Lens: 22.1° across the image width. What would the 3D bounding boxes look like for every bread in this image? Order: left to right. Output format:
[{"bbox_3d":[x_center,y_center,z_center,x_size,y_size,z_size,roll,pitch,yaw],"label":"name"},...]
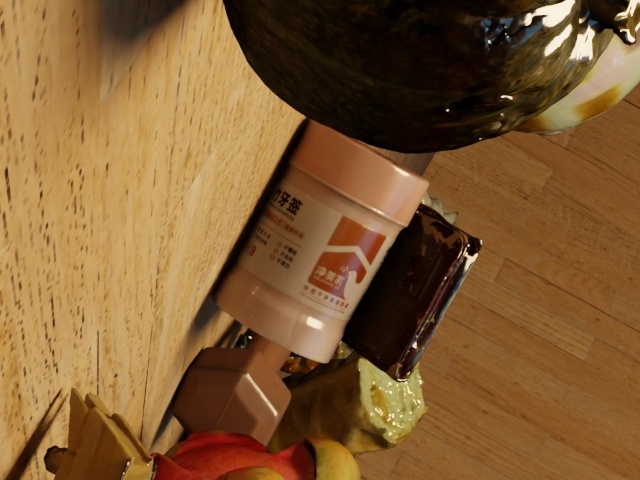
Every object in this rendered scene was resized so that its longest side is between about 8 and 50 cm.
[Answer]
[{"bbox_3d":[-0.025,0.167,1.464,0.269,0.087,0.098,-26,-118,39],"label":"bread"}]

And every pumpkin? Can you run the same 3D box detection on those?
[{"bbox_3d":[0.062,-0.140,0.565,0.238,0.159,0.238,-56,176,-6],"label":"pumpkin"}]

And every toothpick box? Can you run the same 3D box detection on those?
[{"bbox_3d":[0.000,0.000,1.169,0.149,0.098,0.098,-61,176,5],"label":"toothpick box"}]

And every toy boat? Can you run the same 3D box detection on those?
[{"bbox_3d":[-0.142,0.174,0.807,0.064,0.072,0.206,32,76,-70],"label":"toy boat"}]

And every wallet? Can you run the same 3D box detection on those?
[{"bbox_3d":[0.029,0.014,1.236,0.122,0.031,0.232,-61,-148,2],"label":"wallet"}]

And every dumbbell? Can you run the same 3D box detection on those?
[{"bbox_3d":[-0.045,0.093,1.365,0.092,0.082,0.231,-62,176,29],"label":"dumbbell"}]

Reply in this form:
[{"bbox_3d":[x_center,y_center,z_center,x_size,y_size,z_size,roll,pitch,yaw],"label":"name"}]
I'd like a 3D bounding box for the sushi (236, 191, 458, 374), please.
[{"bbox_3d":[0.034,0.049,1.629,0.274,0.139,0.184,-58,173,-33],"label":"sushi"}]

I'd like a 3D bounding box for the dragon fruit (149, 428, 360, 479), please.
[{"bbox_3d":[-0.077,0.242,1.146,0.243,0.227,0.307,-57,-172,-25],"label":"dragon fruit"}]

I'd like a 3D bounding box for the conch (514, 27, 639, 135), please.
[{"bbox_3d":[0.198,-0.228,1.453,0.368,0.197,0.249,109,-27,-43],"label":"conch"}]
